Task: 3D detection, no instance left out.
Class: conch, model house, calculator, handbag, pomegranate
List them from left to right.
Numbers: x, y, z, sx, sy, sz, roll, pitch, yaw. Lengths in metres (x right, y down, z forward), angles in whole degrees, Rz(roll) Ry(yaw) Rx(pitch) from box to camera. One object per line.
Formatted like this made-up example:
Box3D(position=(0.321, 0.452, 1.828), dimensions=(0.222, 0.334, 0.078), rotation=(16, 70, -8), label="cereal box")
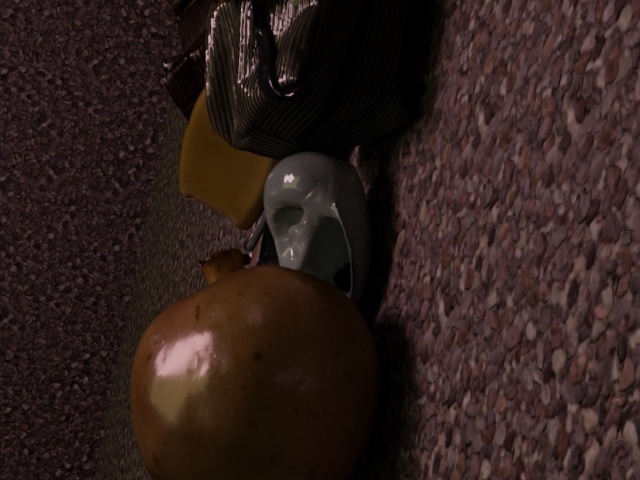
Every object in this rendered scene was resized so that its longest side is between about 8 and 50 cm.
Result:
Box3D(position=(-0.131, -0.122, 1.692), dimensions=(0.033, 0.157, 0.236), rotation=(-47, -17, -49), label="calculator")
Box3D(position=(-0.077, 0.162, 1.347), dimensions=(0.319, 0.319, 0.319), rotation=(-169, 90, -74), label="pomegranate")
Box3D(position=(-0.062, -0.258, 1.731), dimensions=(0.317, 0.297, 0.282), rotation=(-31, 58, 40), label="model house")
Box3D(position=(0.004, -0.270, 1.465), dimensions=(0.240, 0.247, 0.341), rotation=(-1, 77, 57), label="handbag")
Box3D(position=(0.005, -0.003, 1.465), dimensions=(0.185, 0.121, 0.221), rotation=(-155, 56, -72), label="conch")

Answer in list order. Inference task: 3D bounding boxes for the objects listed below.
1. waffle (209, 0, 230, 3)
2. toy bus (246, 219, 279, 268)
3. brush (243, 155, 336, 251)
Box3D(position=(-0.083, -0.389, 1.400), dimensions=(0.229, 0.051, 0.231), rotation=(-59, 28, 6), label="waffle")
Box3D(position=(-0.085, 0.138, 1.731), dimensions=(0.138, 0.097, 0.342), rotation=(-170, 92, -76), label="toy bus")
Box3D(position=(-0.016, -0.107, 1.650), dimensions=(0.297, 0.060, 0.068), rotation=(-62, 0, 4), label="brush")
